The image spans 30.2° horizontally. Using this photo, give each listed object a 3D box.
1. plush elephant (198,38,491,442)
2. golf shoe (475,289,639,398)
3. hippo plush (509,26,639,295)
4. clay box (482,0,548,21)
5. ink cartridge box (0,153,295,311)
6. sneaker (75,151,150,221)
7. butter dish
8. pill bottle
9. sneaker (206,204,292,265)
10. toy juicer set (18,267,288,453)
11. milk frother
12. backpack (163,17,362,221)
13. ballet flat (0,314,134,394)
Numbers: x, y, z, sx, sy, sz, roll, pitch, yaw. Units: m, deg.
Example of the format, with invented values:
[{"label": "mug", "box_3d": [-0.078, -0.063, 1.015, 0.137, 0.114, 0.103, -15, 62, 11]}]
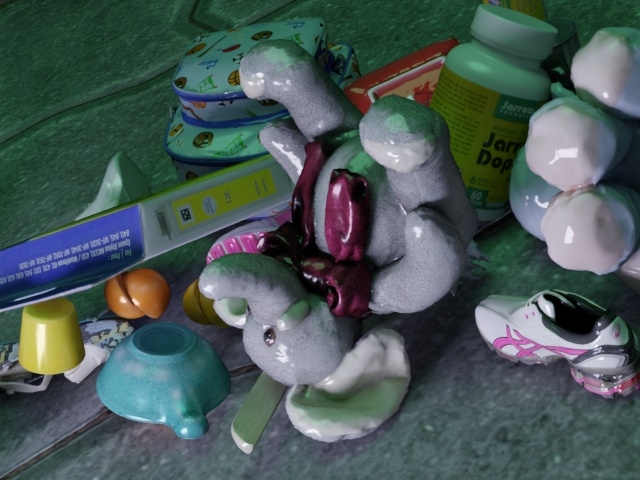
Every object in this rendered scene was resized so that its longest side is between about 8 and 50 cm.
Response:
[{"label": "plush elephant", "box_3d": [0.003, 0.019, 1.086, 0.255, 0.330, 0.272, -47, 45, -7]}, {"label": "golf shoe", "box_3d": [0.203, 0.069, 1.035, 0.067, 0.086, 0.186, -39, 31, -23]}, {"label": "hippo plush", "box_3d": [0.274, -0.102, 1.112, 0.294, 0.234, 0.236, -49, 21, -6]}, {"label": "clay box", "box_3d": [0.236, -0.258, 1.415, 0.053, 0.222, 0.127, -22, 28, 3]}, {"label": "ink cartridge box", "box_3d": [-0.227, -0.001, 1.263, 0.303, 0.072, 0.307, -14, 5, 41]}, {"label": "sneaker", "box_3d": [-0.292, -0.046, 1.618, 0.094, 0.080, 0.212, -29, 28, 15]}, {"label": "butter dish", "box_3d": [0.126, -0.132, 1.410, 0.159, 0.118, 0.160, -25, 70, -3]}, {"label": "pill bottle", "box_3d": [0.174, -0.136, 1.250, 0.117, 0.208, 0.117, 16, 21, -6]}, {"label": "sneaker", "box_3d": [0.000, 0.000, 1.302, 0.252, 0.103, 0.111, -11, 26, 11]}, {"label": "toy juicer set", "box_3d": [-0.134, 0.123, 1.215, 0.329, 0.090, 0.209, 21, 32, 31]}, {"label": "milk frother", "box_3d": [0.299, -0.179, 1.326, 0.143, 0.135, 0.129, -27, 29, -7]}, {"label": "backpack", "box_3d": [-0.071, -0.146, 1.493, 0.276, 0.213, 0.263, -10, 42, 19]}, {"label": "ballet flat", "box_3d": [-0.296, 0.136, 1.332, 0.188, 0.070, 0.070, -16, 30, 14]}]
